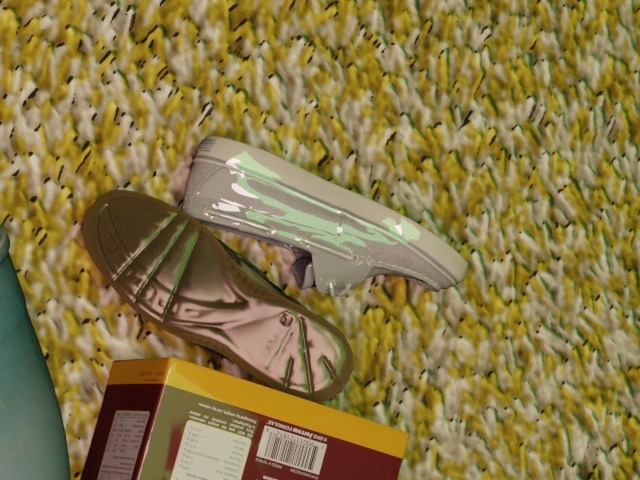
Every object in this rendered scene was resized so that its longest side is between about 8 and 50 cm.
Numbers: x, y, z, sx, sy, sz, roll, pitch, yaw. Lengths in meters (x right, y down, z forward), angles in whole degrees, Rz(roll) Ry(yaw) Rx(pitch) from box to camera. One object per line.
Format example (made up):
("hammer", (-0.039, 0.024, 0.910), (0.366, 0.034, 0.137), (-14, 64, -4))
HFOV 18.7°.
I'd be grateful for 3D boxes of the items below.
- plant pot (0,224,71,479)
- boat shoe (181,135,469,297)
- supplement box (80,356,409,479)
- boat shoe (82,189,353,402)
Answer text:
("plant pot", (-0.274, 0.160, 1.231), (0.271, 0.271, 0.255), (-29, 106, -22))
("boat shoe", (0.000, 0.000, 1.456), (0.227, 0.079, 0.081), (24, 83, -14))
("supplement box", (-0.067, 0.203, 1.376), (0.191, 0.129, 0.194), (20, 78, -21))
("boat shoe", (-0.076, 0.045, 1.417), (0.223, 0.073, 0.080), (33, 82, 3))
